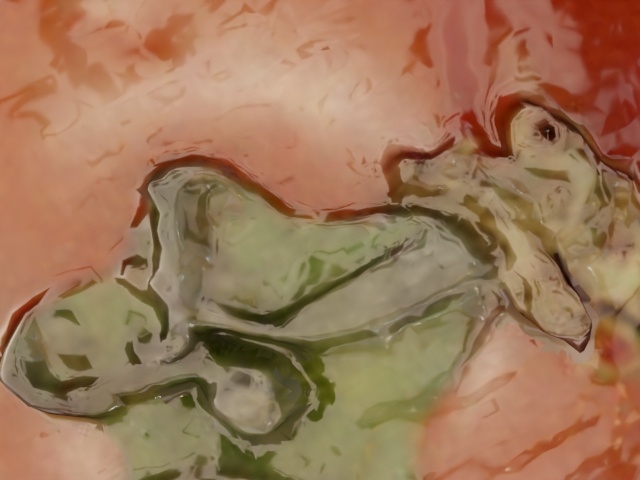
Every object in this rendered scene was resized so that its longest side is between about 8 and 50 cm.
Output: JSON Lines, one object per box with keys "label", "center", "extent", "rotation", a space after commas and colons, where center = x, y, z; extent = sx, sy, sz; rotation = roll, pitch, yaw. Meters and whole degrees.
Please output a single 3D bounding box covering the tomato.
{"label": "tomato", "center": [0.000, 0.000, 0.526], "extent": [0.322, 0.321, 0.321], "rotation": [-13, -114, 33]}
